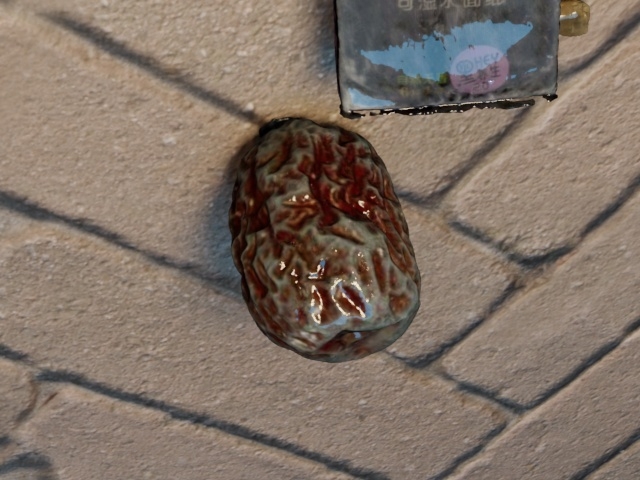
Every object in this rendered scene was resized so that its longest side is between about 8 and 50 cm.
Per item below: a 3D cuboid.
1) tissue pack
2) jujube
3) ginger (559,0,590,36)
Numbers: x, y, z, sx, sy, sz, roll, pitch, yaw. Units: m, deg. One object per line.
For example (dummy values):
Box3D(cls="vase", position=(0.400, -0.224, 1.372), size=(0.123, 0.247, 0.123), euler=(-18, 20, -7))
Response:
Box3D(cls="tissue pack", position=(0.136, -0.317, 1.632), size=(0.259, 0.122, 0.361), euler=(-4, 128, -2))
Box3D(cls="jujube", position=(0.000, 0.000, 1.831), size=(0.226, 0.317, 0.226), euler=(-11, 145, -8))
Box3D(cls="ginger", position=(0.224, -0.300, 1.773), size=(0.259, 0.065, 0.149), euler=(8, 130, -23))
